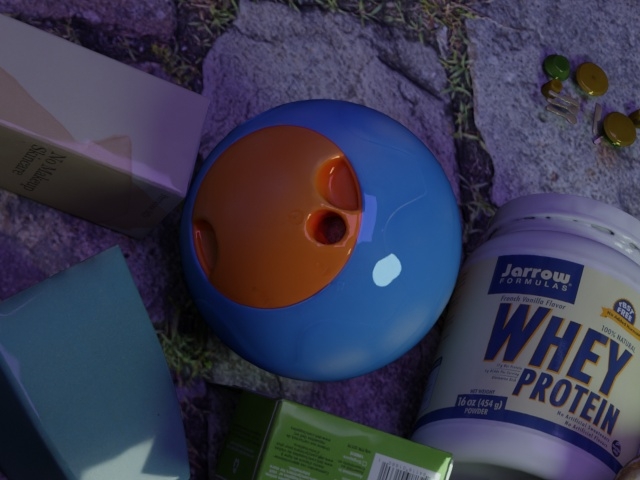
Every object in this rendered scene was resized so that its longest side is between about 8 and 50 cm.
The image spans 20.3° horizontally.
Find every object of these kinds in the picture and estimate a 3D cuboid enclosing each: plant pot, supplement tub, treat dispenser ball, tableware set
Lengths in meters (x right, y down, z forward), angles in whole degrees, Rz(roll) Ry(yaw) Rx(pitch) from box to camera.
[{"bbox_3d":[-0.236,0.155,1.720,0.165,0.166,0.234,-28,91,-32],"label":"plant pot"},{"bbox_3d":[0.240,0.137,1.919,0.235,0.235,0.325,27,61,-15],"label":"supplement tub"},{"bbox_3d":[0.000,0.000,1.822,0.288,0.288,0.288,10,66,-23],"label":"treat dispenser ball"},{"bbox_3d":[0.341,-0.170,2.221,0.154,0.024,0.104,21,59,-17],"label":"tableware set"}]

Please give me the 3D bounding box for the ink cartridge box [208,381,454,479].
[{"bbox_3d":[-0.008,0.217,1.775,0.189,0.255,0.097,20,83,-18],"label":"ink cartridge box"}]

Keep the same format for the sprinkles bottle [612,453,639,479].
[{"bbox_3d":[0.389,0.272,1.847,0.355,0.121,0.121,13,56,-68],"label":"sprinkles bottle"}]

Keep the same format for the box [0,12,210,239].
[{"bbox_3d":[-0.285,-0.125,1.815,0.311,0.148,0.121,21,63,-17],"label":"box"}]
